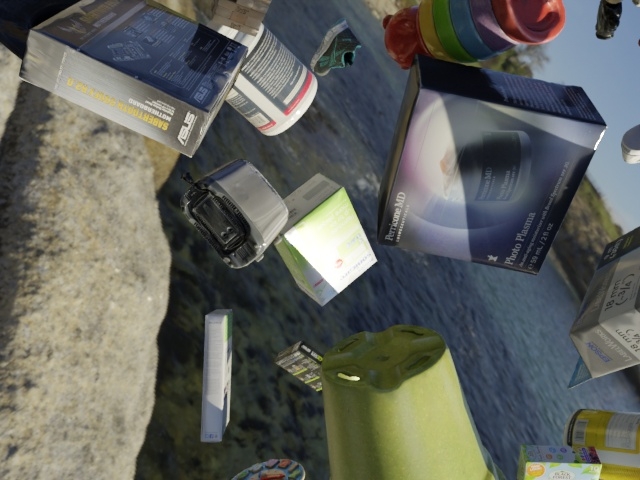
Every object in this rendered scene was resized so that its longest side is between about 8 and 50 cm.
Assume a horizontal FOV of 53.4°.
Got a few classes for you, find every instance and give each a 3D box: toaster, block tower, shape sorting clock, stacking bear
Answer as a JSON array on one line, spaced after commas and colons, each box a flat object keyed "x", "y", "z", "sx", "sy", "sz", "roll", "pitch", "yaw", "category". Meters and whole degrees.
[{"x": -0.172, "y": -0.067, "z": 1.285, "sx": 0.227, "sy": 0.129, "sz": 0.146, "roll": 49, "pitch": 39, "yaw": -4, "category": "toaster"}, {"x": -0.094, "y": -0.524, "z": 1.086, "sx": 0.097, "sy": 0.335, "sz": 0.091, "roll": 12, "pitch": 46, "yaw": -26, "category": "block tower"}, {"x": -0.141, "y": 0.609, "z": 1.611, "sx": 0.206, "sy": 0.206, "sz": 0.040, "roll": -26, "pitch": 106, "yaw": -71, "category": "shape sorting clock"}, {"x": 0.235, "y": -0.378, "z": 1.096, "sx": 0.164, "sy": 0.289, "sz": 0.175, "roll": -48, "pitch": 118, "yaw": -33, "category": "stacking bear"}]

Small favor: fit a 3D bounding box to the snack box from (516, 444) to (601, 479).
[{"x": 0.327, "y": 0.350, "z": 0.891, "sx": 0.037, "sy": 0.100, "sz": 0.141, "roll": -85, "pitch": 173, "yaw": -63, "category": "snack box"}]

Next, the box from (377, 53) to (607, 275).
[{"x": 0.268, "y": -0.125, "z": 1.088, "sx": 0.294, "sy": 0.296, "sz": 0.182, "roll": 11, "pitch": 34, "yaw": 0, "category": "box"}]

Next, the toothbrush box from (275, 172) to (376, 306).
[{"x": 0.000, "y": 0.000, "z": 1.692, "sx": 0.122, "sy": 0.206, "sz": 0.283, "roll": 36, "pitch": -21, "yaw": 46, "category": "toothbrush box"}]

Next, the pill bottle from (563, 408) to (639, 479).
[{"x": 0.464, "y": 0.305, "z": 0.936, "sx": 0.103, "sy": 0.184, "sz": 0.103, "roll": 8, "pitch": 78, "yaw": -37, "category": "pill bottle"}]

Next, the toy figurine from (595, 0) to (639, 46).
[{"x": 0.706, "y": -0.495, "z": 1.326, "sx": 0.213, "sy": 0.209, "sz": 0.148, "roll": 46, "pitch": -11, "yaw": 28, "category": "toy figurine"}]

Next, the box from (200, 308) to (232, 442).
[{"x": -0.276, "y": 0.350, "z": 1.710, "sx": 0.232, "sy": 0.059, "sz": 0.321, "roll": 135, "pitch": -42, "yaw": -85, "category": "box"}]

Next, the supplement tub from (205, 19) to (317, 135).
[{"x": -0.159, "y": -0.398, "z": 1.499, "sx": 0.272, "sy": 0.191, "sz": 0.191, "roll": 40, "pitch": 25, "yaw": -28, "category": "supplement tub"}]

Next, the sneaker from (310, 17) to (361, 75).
[{"x": 0.033, "y": -0.380, "z": 1.319, "sx": 0.076, "sy": 0.065, "sz": 0.166, "roll": 47, "pitch": -23, "yaw": 2, "category": "sneaker"}]

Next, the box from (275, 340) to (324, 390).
[{"x": -0.033, "y": 0.412, "z": 2.073, "sx": 0.184, "sy": 0.191, "sz": 0.045, "roll": 34, "pitch": 57, "yaw": -11, "category": "box"}]

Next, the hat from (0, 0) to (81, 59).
[{"x": -0.450, "y": -0.361, "z": 1.216, "sx": 0.331, "sy": 0.134, "sz": 0.331, "roll": 12, "pitch": 52, "yaw": -16, "category": "hat"}]

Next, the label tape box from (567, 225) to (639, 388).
[{"x": 0.526, "y": 0.090, "z": 1.068, "sx": 0.106, "sy": 0.333, "sz": 0.240, "roll": 40, "pitch": 55, "yaw": -1, "category": "label tape box"}]

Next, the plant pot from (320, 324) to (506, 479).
[{"x": 0.113, "y": 0.271, "z": 0.913, "sx": 0.276, "sy": 0.276, "sz": 0.253, "roll": -59, "pitch": 138, "yaw": -69, "category": "plant pot"}]

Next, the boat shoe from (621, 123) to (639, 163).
[{"x": 0.835, "y": -0.263, "z": 1.506, "sx": 0.084, "sy": 0.258, "sz": 0.095, "roll": 54, "pitch": 17, "yaw": -57, "category": "boat shoe"}]

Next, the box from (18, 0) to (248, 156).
[{"x": -0.190, "y": -0.199, "z": 0.707, "sx": 0.183, "sy": 0.056, "sz": 0.231, "roll": 23, "pitch": 31, "yaw": -10, "category": "box"}]
